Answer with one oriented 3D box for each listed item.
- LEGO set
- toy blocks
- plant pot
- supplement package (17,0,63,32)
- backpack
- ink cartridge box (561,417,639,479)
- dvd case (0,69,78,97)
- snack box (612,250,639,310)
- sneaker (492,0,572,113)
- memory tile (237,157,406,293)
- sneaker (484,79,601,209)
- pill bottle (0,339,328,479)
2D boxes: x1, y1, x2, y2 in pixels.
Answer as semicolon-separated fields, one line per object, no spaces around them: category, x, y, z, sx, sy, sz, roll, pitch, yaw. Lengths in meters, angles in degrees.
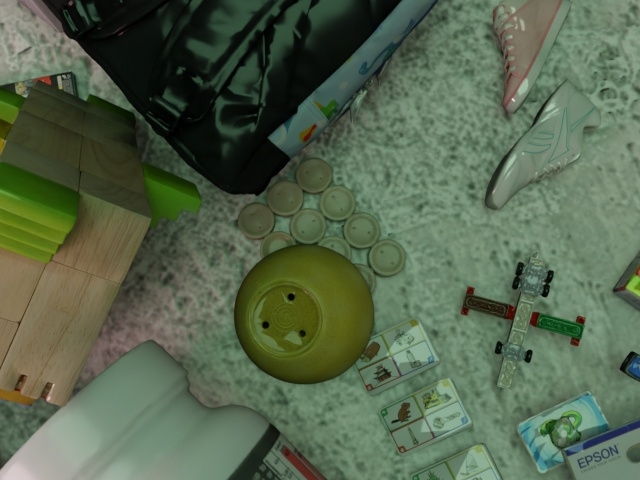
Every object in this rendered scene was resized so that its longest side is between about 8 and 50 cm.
LEGO set;0.174;0.128;0.712;0.244;0.060;0.182;-28;81;8
toy blocks;-0.241;0.031;0.606;0.191;0.381;0.260;23;103;-23
plant pot;-0.022;0.068;0.680;0.134;0.095;0.134;0;87;8
supplement package;-0.293;-0.359;0.742;0.203;0.149;0.194;37;83;7
backpack;-0.023;-0.255;0.687;0.290;0.273;0.355;45;105;10
ink cartridge box;0.341;0.308;0.660;0.165;0.065;0.332;-20;82;-2
dvd case;-0.304;-0.120;0.770;0.120;0.013;0.087;-12;80;-2
snack box;0.368;0.049;0.717;0.141;0.037;0.100;37;84;6
sneaker;0.194;-0.194;0.757;0.070;0.051;0.134;25;78;7
memory tile;0.000;0.000;0.745;0.113;0.012;0.148;-40;83;-5
sneaker;0.218;-0.085;0.736;0.061;0.053;0.152;39;82;4
pill bottle;-0.067;0.263;0.589;0.210;0.210;0.363;-45;87;-6
